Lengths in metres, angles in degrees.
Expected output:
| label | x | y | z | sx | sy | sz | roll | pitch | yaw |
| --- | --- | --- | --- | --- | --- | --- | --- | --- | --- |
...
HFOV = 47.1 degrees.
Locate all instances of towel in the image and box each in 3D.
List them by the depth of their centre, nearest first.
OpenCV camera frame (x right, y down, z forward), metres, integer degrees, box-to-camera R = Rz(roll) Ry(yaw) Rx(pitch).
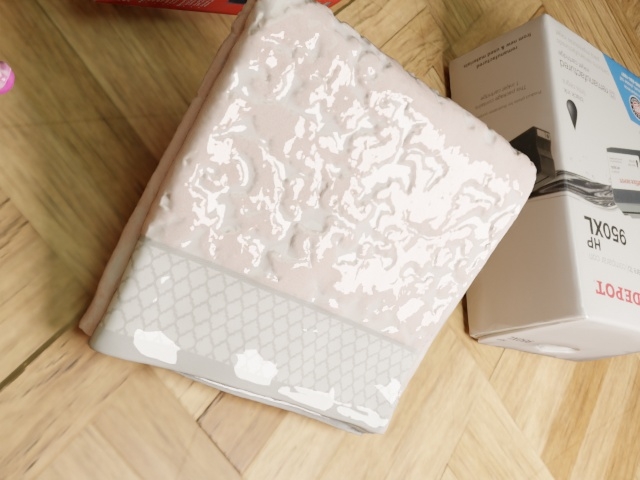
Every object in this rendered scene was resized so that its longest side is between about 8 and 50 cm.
| label | x | y | z | sx | sy | sz | roll | pitch | yaw |
| --- | --- | --- | --- | --- | --- | --- | --- | --- | --- |
| towel | 0.010 | -0.001 | 0.632 | 0.332 | 0.053 | 0.317 | 27 | 94 | -34 |

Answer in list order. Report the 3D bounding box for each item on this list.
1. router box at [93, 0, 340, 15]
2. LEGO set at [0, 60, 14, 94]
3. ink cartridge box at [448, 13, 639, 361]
| label | x | y | z | sx | sy | sz | roll | pitch | yaw |
| --- | --- | --- | --- | --- | --- | --- | --- | --- | --- |
| router box | -0.128 | -0.387 | 0.701 | 0.301 | 0.082 | 0.335 | -19 | 90 | -54 |
| LEGO set | -0.269 | -0.161 | 0.510 | 0.107 | 0.132 | 0.287 | 30 | 32 | -52 |
| ink cartridge box | 0.333 | -0.053 | 0.990 | 0.285 | 0.166 | 0.395 | 14 | 67 | -39 |
